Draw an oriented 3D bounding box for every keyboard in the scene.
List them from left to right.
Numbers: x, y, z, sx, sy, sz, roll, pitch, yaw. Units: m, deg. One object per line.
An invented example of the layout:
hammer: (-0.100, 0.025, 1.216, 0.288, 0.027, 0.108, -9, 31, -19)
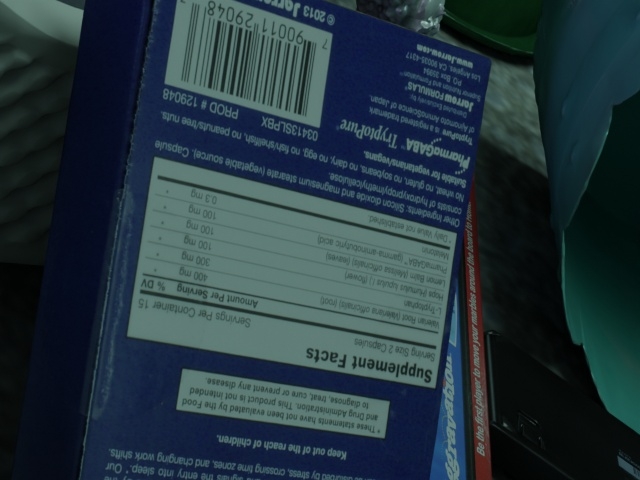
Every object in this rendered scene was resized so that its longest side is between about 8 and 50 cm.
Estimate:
keyboard: (0.128, 0.112, 0.770, 0.180, 0.023, 0.108, 35, 23, -14)

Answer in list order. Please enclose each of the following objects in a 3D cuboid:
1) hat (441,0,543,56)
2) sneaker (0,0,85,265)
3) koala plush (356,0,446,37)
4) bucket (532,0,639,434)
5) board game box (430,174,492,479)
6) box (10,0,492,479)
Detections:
hat: (0.127, -0.220, 1.043, 0.173, 0.183, 0.208, 47, 28, 7)
sneaker: (-0.123, -0.069, 0.587, 0.321, 0.126, 0.127, 14, 36, -44)
koala plush: (0.007, -0.188, 0.866, 0.196, 0.203, 0.221, 41, 37, -31)
bucket: (0.224, -0.045, 0.858, 0.281, 0.281, 0.183, 32, 25, -21)
board game box: (0.000, 0.000, 0.751, 0.145, 0.027, 0.281, 31, 31, -19)
box: (-0.020, 0.043, 0.556, 0.136, 0.036, 0.225, 14, 81, -44)
